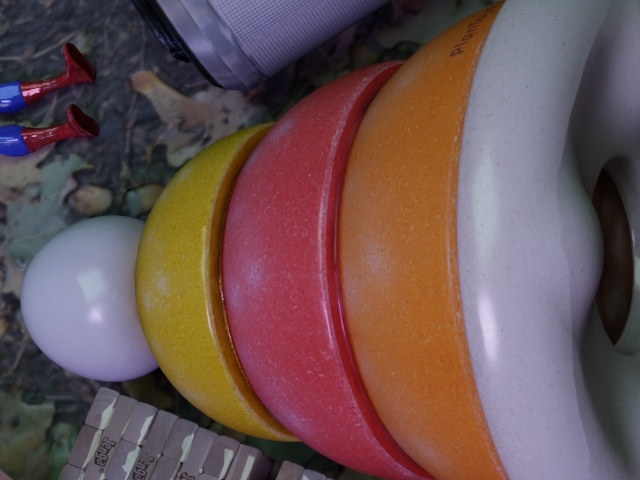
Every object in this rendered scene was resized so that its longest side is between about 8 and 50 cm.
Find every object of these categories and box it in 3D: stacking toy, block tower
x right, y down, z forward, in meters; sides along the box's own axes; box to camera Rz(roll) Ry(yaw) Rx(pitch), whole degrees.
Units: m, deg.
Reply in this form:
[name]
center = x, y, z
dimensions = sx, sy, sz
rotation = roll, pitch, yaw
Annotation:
[stacking toy]
center = 0.004, 0.021, 1.069
dimensions = 0.480, 0.351, 0.350
rotation = -4, 66, 33
[block tower]
center = -0.027, 0.198, 1.102
dimensions = 0.336, 0.091, 0.097
rotation = 16, 75, 26

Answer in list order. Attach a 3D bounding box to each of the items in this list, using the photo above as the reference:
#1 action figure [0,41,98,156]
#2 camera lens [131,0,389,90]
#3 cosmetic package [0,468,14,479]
[action figure]
center = -0.337, -0.104, 1.327
dimensions = 0.280, 0.139, 0.091
rotation = -16, 62, 16
[camera lens]
center = -0.024, -0.260, 1.225
dimensions = 0.274, 0.219, 0.219
rotation = -32, 61, 5
[cosmetic package]
center = -0.290, 0.293, 1.103
dimensions = 0.153, 0.129, 0.296
rotation = 31, 69, 28
